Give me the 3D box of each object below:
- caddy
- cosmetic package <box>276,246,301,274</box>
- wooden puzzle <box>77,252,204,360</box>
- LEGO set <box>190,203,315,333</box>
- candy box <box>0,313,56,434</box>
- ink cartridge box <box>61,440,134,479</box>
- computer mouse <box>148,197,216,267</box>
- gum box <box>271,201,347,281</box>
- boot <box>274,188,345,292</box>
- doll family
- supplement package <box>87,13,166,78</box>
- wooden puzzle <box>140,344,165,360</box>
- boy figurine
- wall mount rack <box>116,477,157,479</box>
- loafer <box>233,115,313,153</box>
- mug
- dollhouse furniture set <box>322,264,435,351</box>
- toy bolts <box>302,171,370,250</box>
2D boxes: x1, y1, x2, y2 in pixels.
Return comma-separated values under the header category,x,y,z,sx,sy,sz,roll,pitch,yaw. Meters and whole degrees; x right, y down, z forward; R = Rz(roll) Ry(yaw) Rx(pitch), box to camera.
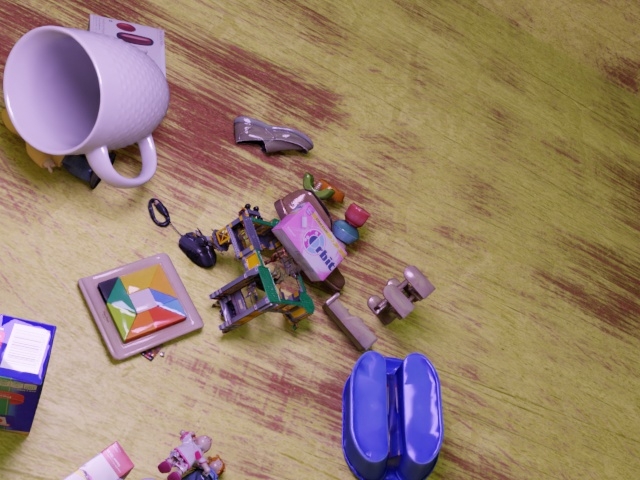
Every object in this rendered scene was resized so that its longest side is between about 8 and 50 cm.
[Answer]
category,x,y,z,sx,sy,sz,roll,pitch,yaw
caddy,0.175,0.434,1.613,0.241,0.179,0.342,2,56,0
cosmetic package,-0.086,0.031,1.799,0.041,0.060,0.115,-13,69,-35
wooden puzzle,-0.419,0.145,1.546,0.238,0.044,0.221,-18,67,-36
LEGO set,-0.181,0.096,1.665,0.255,0.192,0.331,2,61,-63
candy box,-0.643,0.236,1.192,0.268,0.317,0.122,16,56,-18
ink cartridge box,-0.467,0.484,1.260,0.198,0.115,0.067,-33,78,-40
computer mouse,-0.358,-0.024,1.696,0.242,0.041,0.071,44,51,3
gum box,-0.024,0.009,1.693,0.107,0.062,0.188,-45,108,-26
boot,0.000,0.000,1.782,0.305,0.115,0.112,59,8,-11
doll family,-0.231,0.523,1.364,0.263,0.118,0.163,45,27,11
supplement package,-0.546,-0.488,1.819,0.203,0.149,0.194,5,58,-25
wooden puzzle,-0.399,0.247,1.522,0.083,0.006,0.049,36,50,-3
boy figurine,-0.659,-0.254,1.647,0.285,0.092,0.177,35,52,-9
wall mount rack,-0.382,0.631,1.213,0.350,0.130,0.304,-36,120,-37
loafer,-0.145,-0.297,1.970,0.251,0.094,0.088,14,79,-10
mug,-0.506,-0.304,1.562,0.328,0.276,0.374,-26,98,-66
dollhouse furniture set,0.149,0.155,1.756,0.242,0.212,0.161,-40,85,-13
toy bolts,0.020,-0.066,1.906,0.228,0.159,0.218,36,9,8
